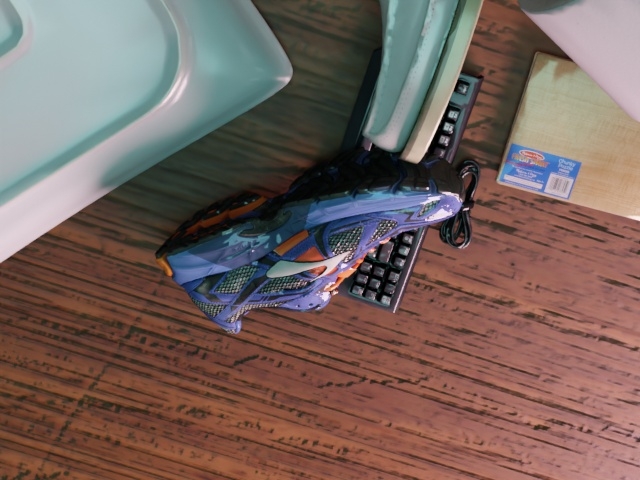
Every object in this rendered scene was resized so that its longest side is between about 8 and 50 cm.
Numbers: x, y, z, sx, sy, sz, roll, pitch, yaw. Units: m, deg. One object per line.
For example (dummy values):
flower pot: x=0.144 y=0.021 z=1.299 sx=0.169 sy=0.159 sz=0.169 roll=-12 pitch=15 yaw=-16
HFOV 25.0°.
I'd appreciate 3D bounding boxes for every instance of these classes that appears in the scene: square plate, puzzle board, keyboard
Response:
square plate: x=-0.250 y=-0.156 z=0.942 sx=0.344 sy=0.049 sz=0.347 roll=-31 pitch=107 yaw=11
puzzle board: x=0.195 y=-0.069 z=0.996 sx=0.128 sy=0.011 sz=0.096 roll=14 pitch=111 yaw=-5
keyboard: x=0.061 y=-0.036 z=1.002 sx=0.108 sy=0.023 sz=0.180 roll=17 pitch=110 yaw=-7

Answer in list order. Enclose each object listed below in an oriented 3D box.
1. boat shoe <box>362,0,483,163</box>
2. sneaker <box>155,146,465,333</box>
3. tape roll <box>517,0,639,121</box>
boat shoe: x=0.060 y=-0.203 z=0.900 sx=0.103 sy=0.113 sz=0.302 roll=13 pitch=99 yaw=-4
sneaker: x=0.000 y=0.000 z=0.977 sx=0.221 sy=0.083 sz=0.087 roll=-18 pitch=113 yaw=25
tape roll: x=0.244 y=-0.198 z=0.806 sx=0.100 sy=0.286 sz=0.286 roll=41 pitch=105 yaw=-15
